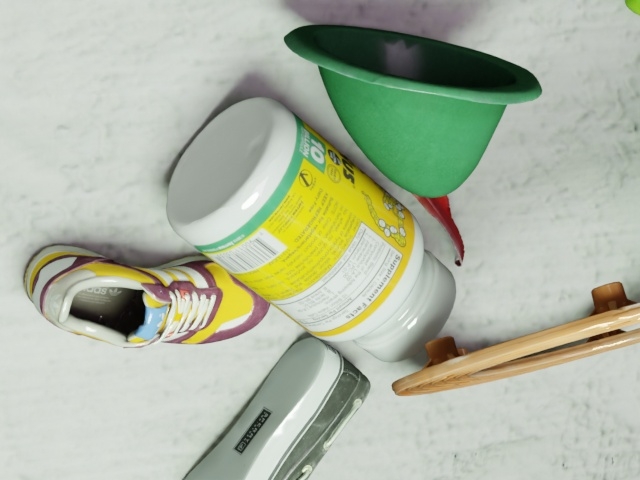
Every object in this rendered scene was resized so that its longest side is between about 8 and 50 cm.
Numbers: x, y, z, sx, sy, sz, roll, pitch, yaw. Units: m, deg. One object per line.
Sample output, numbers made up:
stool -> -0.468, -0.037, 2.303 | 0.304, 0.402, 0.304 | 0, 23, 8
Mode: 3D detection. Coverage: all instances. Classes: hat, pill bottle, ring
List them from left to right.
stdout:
pill bottle -> 0.000, 0.000, 1.144 | 0.208, 0.117, 0.117 | 38, 90, -31
hat -> 0.059, -0.042, 1.128 | 0.208, 0.173, 0.184 | 4, 110, -22
ring -> 0.213, 0.059, 1.176 | 0.336, 0.336, 0.032 | -12, 80, -21

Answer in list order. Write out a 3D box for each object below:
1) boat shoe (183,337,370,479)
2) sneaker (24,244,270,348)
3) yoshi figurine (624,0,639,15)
boat shoe -> -0.042, 0.180, 1.217 | 0.070, 0.078, 0.219 | 39, 88, -30
sneaker -> -0.113, 0.049, 1.129 | 0.185, 0.084, 0.070 | 4, 107, -26
yoshi figurine -> 0.351, -0.168, 1.245 | 0.203, 0.203, 0.362 | 0, 99, -61
